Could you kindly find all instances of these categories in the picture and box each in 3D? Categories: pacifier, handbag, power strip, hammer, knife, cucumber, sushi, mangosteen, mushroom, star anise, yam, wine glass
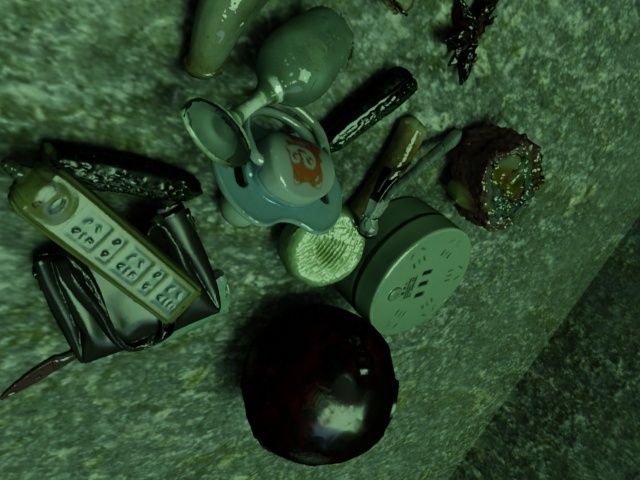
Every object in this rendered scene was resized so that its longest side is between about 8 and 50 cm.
[{"bbox_3d":[-0.105,-0.109,1.171,0.300,0.244,0.233,10,147,-44],"label":"pacifier"},{"bbox_3d":[-0.337,0.075,1.126,0.285,0.113,0.257,-21,131,-13],"label":"handbag"},{"bbox_3d":[0.223,0.066,1.620,0.358,0.161,0.357,-25,137,-25],"label":"power strip"},{"bbox_3d":[0.215,-0.155,1.414,0.427,0.044,0.152,-39,154,-45],"label":"hammer"},{"bbox_3d":[-0.331,0.004,0.978,0.092,0.066,0.387,-46,130,-5],"label":"power strip"},{"bbox_3d":[-0.499,0.232,1.212,0.247,0.018,0.035,-32,143,-16],"label":"knife"},{"bbox_3d":[0.086,-0.260,1.275,0.241,0.074,0.074,-39,142,-8],"label":"cucumber"},{"bbox_3d":[-0.311,-0.109,1.047,0.300,0.072,0.072,5,119,-47],"label":"cucumber"},{"bbox_3d":[0.427,-0.162,1.605,0.236,0.171,0.270,-38,139,-11],"label":"sushi"},{"bbox_3d":[0.005,0.354,1.518,0.381,0.381,0.421,-34,149,-15],"label":"mangosteen"},{"bbox_3d":[-0.136,-0.365,0.952,0.270,0.103,0.118,-55,178,14],"label":"mushroom"},{"bbox_3d":[0.307,-0.441,1.337,0.157,0.053,0.212,3,123,-46],"label":"star anise"},{"bbox_3d":[0.130,-0.120,1.441,0.081,0.081,0.356,11,114,-47],"label":"yam"},{"bbox_3d":[-0.074,-0.257,1.019,0.321,0.143,0.143,-47,146,-27],"label":"wine glass"}]

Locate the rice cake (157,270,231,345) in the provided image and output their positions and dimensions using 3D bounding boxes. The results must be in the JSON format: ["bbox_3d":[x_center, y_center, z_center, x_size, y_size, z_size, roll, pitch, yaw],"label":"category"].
[{"bbox_3d":[-0.284,0.142,1.316,0.211,0.038,0.124,-27,138,-23],"label":"rice cake"}]

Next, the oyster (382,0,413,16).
[{"bbox_3d":[0.085,-0.518,1.056,0.345,0.079,0.128,41,71,-50],"label":"oyster"}]

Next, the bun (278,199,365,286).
[{"bbox_3d":[0.000,0.000,1.384,0.196,0.118,0.195,-6,115,-14],"label":"bun"}]
